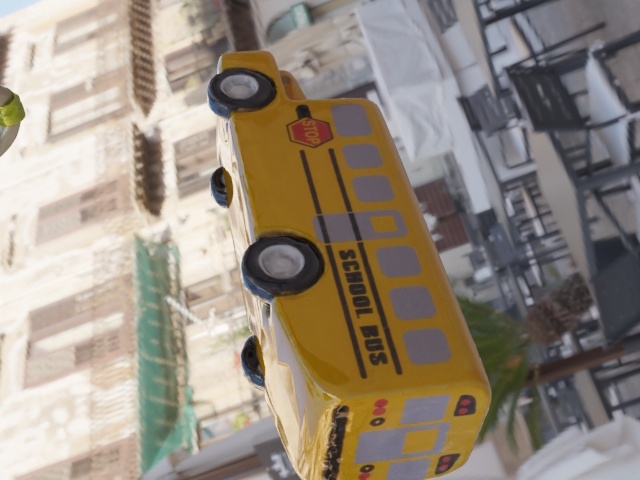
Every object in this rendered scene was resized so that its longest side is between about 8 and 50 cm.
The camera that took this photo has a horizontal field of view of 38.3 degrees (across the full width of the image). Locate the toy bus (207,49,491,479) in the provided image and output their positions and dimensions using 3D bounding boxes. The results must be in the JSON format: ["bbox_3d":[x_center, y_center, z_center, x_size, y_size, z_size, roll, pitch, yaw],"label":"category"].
[{"bbox_3d":[0.000,0.000,0.641,0.108,0.130,0.333,95,165,-45],"label":"toy bus"}]

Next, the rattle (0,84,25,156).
[{"bbox_3d":[-0.482,-0.136,1.160,0.143,0.200,0.130,39,-173,5],"label":"rattle"}]
